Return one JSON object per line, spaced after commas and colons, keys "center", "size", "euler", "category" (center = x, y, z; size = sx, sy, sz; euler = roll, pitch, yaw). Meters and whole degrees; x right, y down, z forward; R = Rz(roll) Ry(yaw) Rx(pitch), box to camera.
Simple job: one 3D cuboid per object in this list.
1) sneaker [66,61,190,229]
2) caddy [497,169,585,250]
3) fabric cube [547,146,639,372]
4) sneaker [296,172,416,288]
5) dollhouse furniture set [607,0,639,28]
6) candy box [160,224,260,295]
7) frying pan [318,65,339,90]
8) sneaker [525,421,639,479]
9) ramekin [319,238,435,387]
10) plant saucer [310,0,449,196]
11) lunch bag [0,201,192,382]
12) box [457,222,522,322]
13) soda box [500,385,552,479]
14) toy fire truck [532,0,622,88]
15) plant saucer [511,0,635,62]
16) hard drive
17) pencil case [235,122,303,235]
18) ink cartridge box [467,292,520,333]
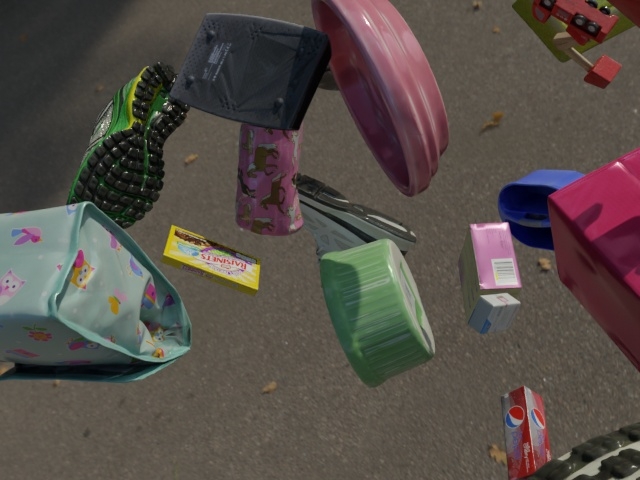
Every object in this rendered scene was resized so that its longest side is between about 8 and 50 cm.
{"center": [-0.343, -0.147, 1.104], "size": [0.146, 0.134, 0.343], "euler": [-12, 48, 42], "category": "sneaker"}
{"center": [0.724, -0.091, 2.025], "size": [0.179, 0.241, 0.341], "euler": [-32, 21, -24], "category": "caddy"}
{"center": [0.552, 0.026, 1.000], "size": [0.259, 0.254, 0.258], "euler": [-29, 45, 2], "category": "fabric cube"}
{"center": [0.000, 0.000, 1.667], "size": [0.448, 0.169, 0.257], "euler": [27, 108, 2], "category": "sneaker"}
{"center": [0.478, -0.234, 0.759], "size": [0.152, 0.201, 0.374], "euler": [-40, 71, 4], "category": "dollhouse furniture set"}
{"center": [-0.224, 0.042, 1.319], "size": [0.027, 0.206, 0.105], "euler": [-56, 21, 33], "category": "candy box"}
{"center": [-0.014, -0.419, 1.541], "size": [0.326, 0.197, 0.053], "euler": [0, 81, -20], "category": "frying pan"}
{"center": [0.188, 0.301, 0.427], "size": [0.410, 0.182, 0.158], "euler": [-53, 7, 3], "category": "sneaker"}
{"center": [0.128, 0.143, 1.342], "size": [0.148, 0.303, 0.303], "euler": [-22, 49, 13], "category": "ramekin"}
{"center": [0.094, -0.228, 0.936], "size": [0.084, 0.332, 0.332], "euler": [-27, 48, -1], "category": "plant saucer"}
{"center": [-0.301, 0.083, 0.744], "size": [0.224, 0.262, 0.160], "euler": [-4, 61, 17], "category": "lunch bag"}
{"center": [0.494, 0.100, 1.875], "size": [0.117, 0.243, 0.213], "euler": [-2, 60, 1], "category": "box"}
{"center": [0.564, 0.539, 1.733], "size": [0.092, 0.083, 0.263], "euler": [-39, 29, 37], "category": "soda box"}
{"center": [0.454, -0.364, 1.121], "size": [0.192, 0.135, 0.047], "euler": [36, 77, 11], "category": "toy fire truck"}
{"center": [0.497, -0.457, 1.215], "size": [0.188, 0.045, 0.188], "euler": [-27, 60, 3], "category": "plant saucer"}
{"center": [-0.110, -0.264, 0.997], "size": [0.255, 0.054, 0.172], "euler": [21, 86, 31], "category": "hard drive"}
{"center": [-0.104, -0.205, 1.360], "size": [0.160, 0.386, 0.167], "euler": [-8, 25, -24], "category": "pencil case"}
{"center": [0.455, 0.190, 1.654], "size": [0.052, 0.123, 0.088], "euler": [40, 120, 44], "category": "ink cartridge box"}
